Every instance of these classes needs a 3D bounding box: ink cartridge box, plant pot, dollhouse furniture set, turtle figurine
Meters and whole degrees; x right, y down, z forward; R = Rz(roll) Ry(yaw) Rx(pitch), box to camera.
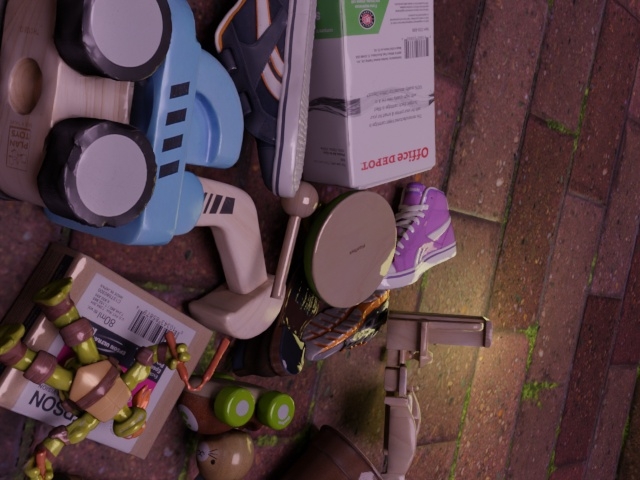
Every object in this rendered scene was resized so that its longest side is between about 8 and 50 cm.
[{"bbox_3d":[-0.276,0.143,0.883,0.235,0.088,0.193,40,70,-43],"label":"ink cartridge box"},{"bbox_3d":[-0.001,0.426,1.179,0.165,0.167,0.167,-37,124,-22],"label":"plant pot"},{"bbox_3d":[0.193,0.304,1.199,0.303,0.174,0.355,24,69,-82],"label":"dollhouse furniture set"},{"bbox_3d":[0.072,-0.242,1.110,0.211,0.122,0.289,-18,112,-41],"label":"ink cartridge box"},{"bbox_3d":[-0.248,0.147,0.788,0.269,0.087,0.217,-41,118,-19],"label":"turtle figurine"}]

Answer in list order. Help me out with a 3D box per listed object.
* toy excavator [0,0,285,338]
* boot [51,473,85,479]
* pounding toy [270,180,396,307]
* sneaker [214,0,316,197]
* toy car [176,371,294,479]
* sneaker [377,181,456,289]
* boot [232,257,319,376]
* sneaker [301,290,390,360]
[{"bbox_3d":[-0.180,-0.077,0.862,0.445,0.222,0.432,0,101,-53],"label":"toy excavator"},{"bbox_3d":[-0.275,0.446,0.955,0.269,0.089,0.236,36,75,-44],"label":"boot"},{"bbox_3d":[0.000,0.000,1.066,0.237,0.110,0.182,9,98,-47],"label":"pounding toy"},{"bbox_3d":[-0.076,-0.213,0.946,0.126,0.128,0.320,83,10,-77],"label":"sneaker"},{"bbox_3d":[-0.146,0.287,0.984,0.149,0.155,0.188,20,80,-45],"label":"toy car"},{"bbox_3d":[0.143,-0.016,1.259,0.282,0.102,0.161,-27,114,-50],"label":"sneaker"},{"bbox_3d":[-0.071,0.118,1.099,0.082,0.106,0.219,53,34,-32],"label":"boot"},{"bbox_3d":[0.052,0.151,1.213,0.215,0.084,0.083,-33,126,-36],"label":"sneaker"}]
